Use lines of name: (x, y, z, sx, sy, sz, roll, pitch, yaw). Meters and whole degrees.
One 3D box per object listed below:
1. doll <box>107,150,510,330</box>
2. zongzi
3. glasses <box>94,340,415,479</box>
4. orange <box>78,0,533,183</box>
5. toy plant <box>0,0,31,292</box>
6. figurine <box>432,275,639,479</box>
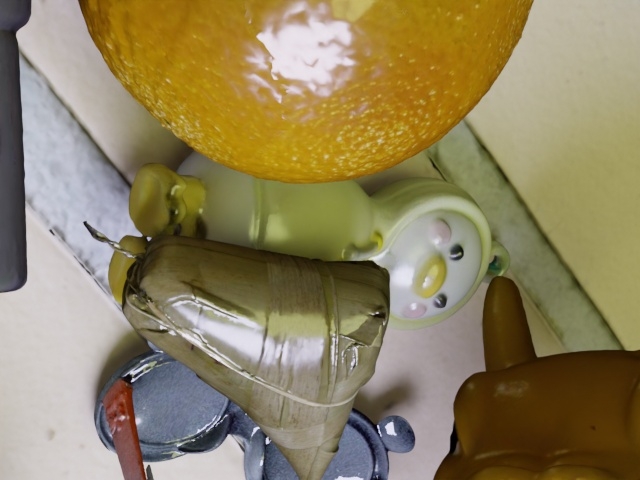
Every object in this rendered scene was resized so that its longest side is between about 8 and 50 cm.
doll: (0.006, 0.004, 1.263, 0.296, 0.117, 0.141, 6, 106, -27)
zongzi: (-0.065, 0.080, 1.173, 0.189, 0.081, 0.178, 9, 127, -14)
glasses: (-0.020, 0.192, 1.237, 0.234, 0.268, 0.118, 27, 113, -32)
orange: (-0.004, -0.169, 1.117, 0.274, 0.274, 0.274, -8, 111, -23)
toy plant: (-0.242, -0.164, 1.048, 0.185, 0.279, 0.400, -10, 94, -61)
figurine: (0.192, 0.235, 1.280, 0.268, 0.401, 0.387, -20, 113, -10)
